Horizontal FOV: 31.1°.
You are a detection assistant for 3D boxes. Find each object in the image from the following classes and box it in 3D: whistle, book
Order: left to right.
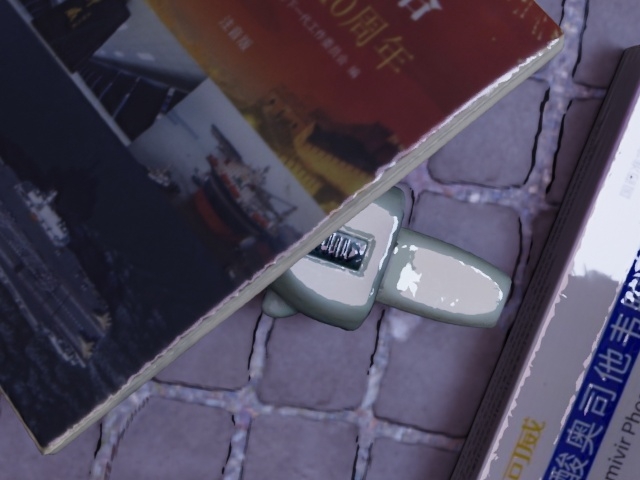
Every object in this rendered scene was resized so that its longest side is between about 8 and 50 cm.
[{"bbox_3d":[-0.084,-0.091,0.676,0.374,0.028,0.262,-39,71,-2],"label":"book"},{"bbox_3d":[0.000,0.000,0.717,0.245,0.092,0.110,18,89,-7],"label":"whistle"}]

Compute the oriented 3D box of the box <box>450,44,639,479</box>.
[{"bbox_3d":[0.234,0.064,0.767,0.200,0.065,0.343,21,92,-10],"label":"box"}]
